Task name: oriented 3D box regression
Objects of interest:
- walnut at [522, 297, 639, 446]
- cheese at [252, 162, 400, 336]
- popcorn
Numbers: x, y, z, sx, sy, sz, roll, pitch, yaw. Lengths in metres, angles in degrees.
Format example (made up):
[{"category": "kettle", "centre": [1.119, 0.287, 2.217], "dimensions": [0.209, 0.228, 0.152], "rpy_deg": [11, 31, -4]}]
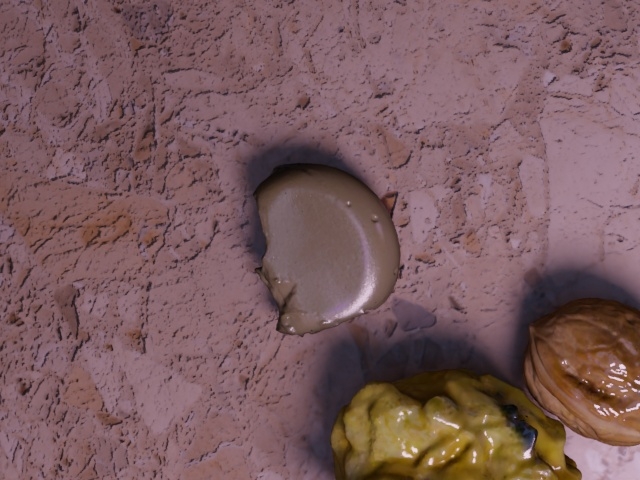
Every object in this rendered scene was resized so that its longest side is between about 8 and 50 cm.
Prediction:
[{"category": "walnut", "centre": [0.311, 0.142, 1.242], "dimensions": [0.184, 0.155, 0.155], "rpy_deg": [32, 93, 10]}, {"category": "cheese", "centre": [0.000, 0.000, 1.321], "dimensions": [0.175, 0.091, 0.202], "rpy_deg": [-23, 84, 8]}, {"category": "popcorn", "centre": [0.141, 0.266, 1.235], "dimensions": [0.286, 0.215, 0.252], "rpy_deg": [26, 76, 11]}]
